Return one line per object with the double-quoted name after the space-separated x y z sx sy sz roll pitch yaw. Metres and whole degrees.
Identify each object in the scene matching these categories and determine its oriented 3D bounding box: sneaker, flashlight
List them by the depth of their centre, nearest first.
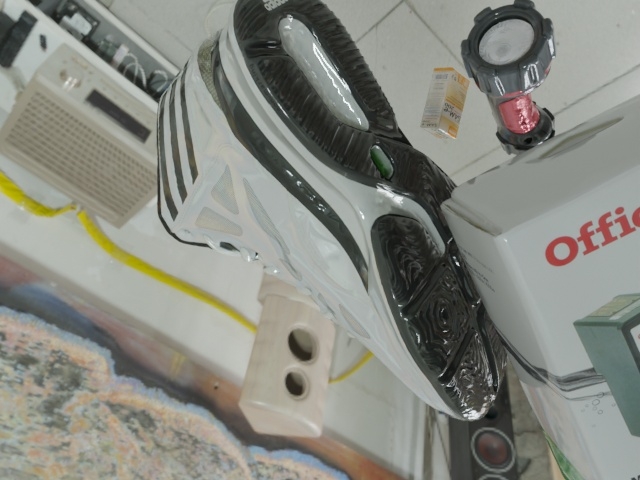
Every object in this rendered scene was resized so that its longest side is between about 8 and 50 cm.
0.000 -0.001 0.555 0.257 0.169 0.447 -18 111 47 "sneaker"
0.272 -0.191 0.711 0.103 0.103 0.304 -11 161 26 "flashlight"

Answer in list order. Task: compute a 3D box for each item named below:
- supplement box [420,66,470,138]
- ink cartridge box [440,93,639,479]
0.200 -0.218 0.844 0.036 0.098 0.062 15 -177 42 "supplement box"
0.248 0.057 0.383 0.211 0.121 0.289 -28 104 4 "ink cartridge box"
